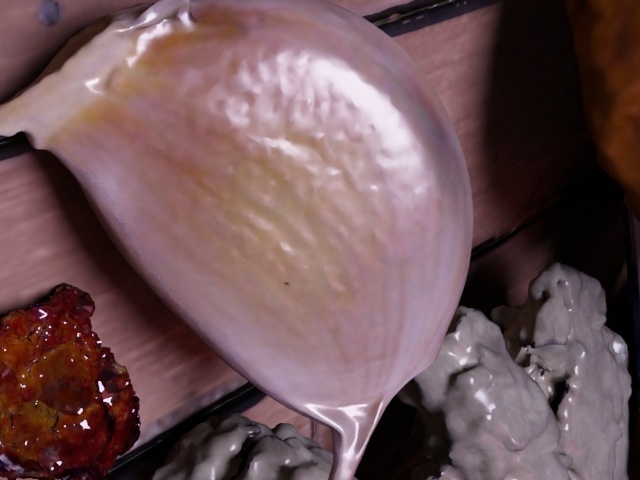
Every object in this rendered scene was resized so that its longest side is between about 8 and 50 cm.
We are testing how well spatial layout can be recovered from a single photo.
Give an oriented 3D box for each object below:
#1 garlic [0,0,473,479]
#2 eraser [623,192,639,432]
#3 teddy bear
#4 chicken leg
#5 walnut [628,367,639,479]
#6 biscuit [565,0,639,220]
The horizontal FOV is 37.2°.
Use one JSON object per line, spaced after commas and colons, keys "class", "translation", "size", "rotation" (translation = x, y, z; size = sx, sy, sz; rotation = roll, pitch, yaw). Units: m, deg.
{"class": "garlic", "translation": [0.005, 0.002, 0.421], "size": [0.148, 0.128, 0.266], "rotation": [-32, 102, 11]}
{"class": "eraser", "translation": [0.276, 0.049, 0.712], "size": [0.130, 0.086, 0.287], "rotation": [57, 33, -57]}
{"class": "teddy bear", "translation": [0.091, 0.180, 0.629], "size": [0.367, 0.224, 0.357], "rotation": [-48, 140, -42]}
{"class": "chicken leg", "translation": [-0.140, 0.048, 0.377], "size": [0.205, 0.053, 0.093], "rotation": [39, 56, -58]}
{"class": "walnut", "translation": [0.453, 0.156, 0.857], "size": [0.383, 0.383, 0.383], "rotation": [-26, 128, -38]}
{"class": "biscuit", "translation": [0.313, -0.137, 0.603], "size": [0.395, 0.166, 0.342], "rotation": [-11, 89, -45]}
